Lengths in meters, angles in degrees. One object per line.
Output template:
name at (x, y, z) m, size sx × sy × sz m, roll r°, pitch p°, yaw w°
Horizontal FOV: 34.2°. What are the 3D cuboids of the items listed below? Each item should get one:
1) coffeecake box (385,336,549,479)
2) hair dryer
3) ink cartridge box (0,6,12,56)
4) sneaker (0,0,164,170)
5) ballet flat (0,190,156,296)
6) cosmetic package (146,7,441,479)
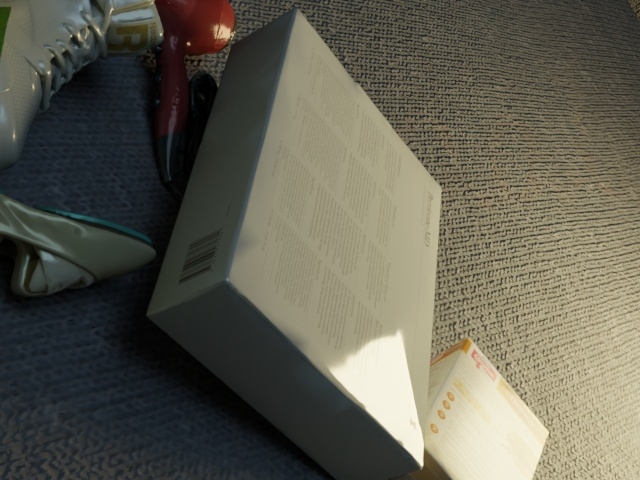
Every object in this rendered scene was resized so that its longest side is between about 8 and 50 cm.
coffeecake box at (0.147, 0.211, 1.064) m, size 0.142 × 0.068 × 0.185 m, roll 50°, pitch 36°, yaw -6°
hair dryer at (-0.142, -0.183, 1.051) m, size 0.293 × 0.080 × 0.223 m, roll 46°, pitch 37°, yaw -10°
ink cartridge box at (-0.322, -0.103, 0.687) m, size 0.189 × 0.097 × 0.255 m, roll -2°, pitch 52°, yaw -2°
sneaker at (-0.217, -0.175, 0.890) m, size 0.169 × 0.108 × 0.292 m, roll 3°, pitch 54°, yaw -15°
ballet flat at (-0.243, 0.001, 0.798) m, size 0.248 × 0.086 × 0.086 m, roll 23°, pitch 45°, yaw -34°
cosmetic package at (0.000, 0.000, 0.998) m, size 0.284 × 0.097 × 0.377 m, roll 45°, pitch 36°, yaw -30°
